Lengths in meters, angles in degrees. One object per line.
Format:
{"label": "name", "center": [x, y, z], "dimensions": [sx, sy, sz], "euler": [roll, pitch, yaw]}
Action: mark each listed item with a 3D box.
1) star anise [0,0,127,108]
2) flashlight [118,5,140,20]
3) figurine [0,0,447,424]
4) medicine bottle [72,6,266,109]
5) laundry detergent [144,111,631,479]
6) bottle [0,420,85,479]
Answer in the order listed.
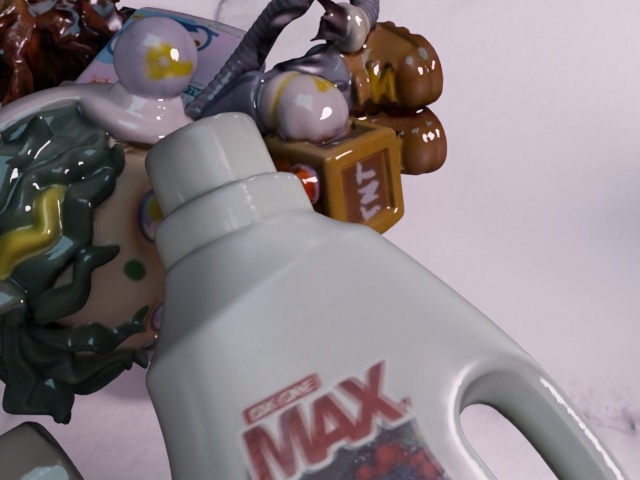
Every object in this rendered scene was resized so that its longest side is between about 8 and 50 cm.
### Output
{"label": "star anise", "center": [-0.237, -0.219, 1.114], "dimensions": [0.237, 0.148, 0.346], "euler": [32, 75, 27]}
{"label": "flashlight", "center": [-0.133, -0.180, 1.160], "dimensions": [0.083, 0.018, 0.018], "euler": [15, 54, 17]}
{"label": "figurine", "center": [-0.078, -0.025, 0.876], "dimensions": [0.382, 0.261, 0.186], "euler": [-23, 23, -28]}
{"label": "medicine bottle", "center": [-0.128, -0.079, 1.022], "dimensions": [0.119, 0.094, 0.188], "euler": [17, 53, 21]}
{"label": "laundry detergent", "center": [0.026, 0.117, 0.716], "dimensions": [0.264, 0.125, 0.397], "euler": [-20, 79, -16]}
{"label": "bottle", "center": [-0.236, 0.206, 0.778], "dimensions": [0.233, 0.110, 0.110], "euler": [-32, 54, -22]}
